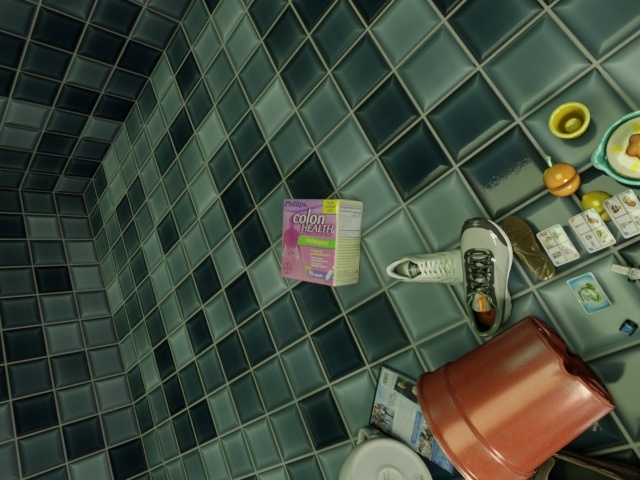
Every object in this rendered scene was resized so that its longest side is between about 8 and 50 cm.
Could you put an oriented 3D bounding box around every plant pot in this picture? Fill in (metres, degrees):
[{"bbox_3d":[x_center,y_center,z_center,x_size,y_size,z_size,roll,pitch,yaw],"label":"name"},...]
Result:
[{"bbox_3d":[0.381,0.305,0.794,0.265,0.273,0.272,-48,61,21],"label":"plant pot"}]

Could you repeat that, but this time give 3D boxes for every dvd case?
[{"bbox_3d":[0.247,0.457,1.050,0.253,0.022,0.180,17,102,39],"label":"dvd case"}]

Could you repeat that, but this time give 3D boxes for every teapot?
[{"bbox_3d":[0.149,0.635,1.011,0.253,0.256,0.186,31,133,21],"label":"teapot"}]

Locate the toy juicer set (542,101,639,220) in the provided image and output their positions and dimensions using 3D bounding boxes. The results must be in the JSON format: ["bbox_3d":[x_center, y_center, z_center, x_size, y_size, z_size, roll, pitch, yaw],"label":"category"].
[{"bbox_3d":[0.571,-0.130,0.730,0.329,0.090,0.209,21,103,38],"label":"toy juicer set"}]

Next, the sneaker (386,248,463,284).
[{"bbox_3d":[0.278,0.068,0.977,0.235,0.095,0.089,-11,80,37],"label":"sneaker"}]

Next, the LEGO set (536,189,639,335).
[{"bbox_3d":[0.563,0.050,0.762,0.182,0.060,0.244,-39,72,45],"label":"LEGO set"}]

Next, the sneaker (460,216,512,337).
[{"bbox_3d":[0.350,0.081,0.856,0.101,0.108,0.271,-2,110,35],"label":"sneaker"}]

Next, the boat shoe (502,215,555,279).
[{"bbox_3d":[0.439,0.018,0.866,0.056,0.049,0.152,-28,72,13],"label":"boat shoe"}]

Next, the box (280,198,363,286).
[{"bbox_3d":[0.000,0.000,1.199,0.214,0.117,0.242,6,93,40],"label":"box"}]

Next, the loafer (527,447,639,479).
[{"bbox_3d":[0.476,0.454,0.788,0.268,0.084,0.096,-23,56,47],"label":"loafer"}]
